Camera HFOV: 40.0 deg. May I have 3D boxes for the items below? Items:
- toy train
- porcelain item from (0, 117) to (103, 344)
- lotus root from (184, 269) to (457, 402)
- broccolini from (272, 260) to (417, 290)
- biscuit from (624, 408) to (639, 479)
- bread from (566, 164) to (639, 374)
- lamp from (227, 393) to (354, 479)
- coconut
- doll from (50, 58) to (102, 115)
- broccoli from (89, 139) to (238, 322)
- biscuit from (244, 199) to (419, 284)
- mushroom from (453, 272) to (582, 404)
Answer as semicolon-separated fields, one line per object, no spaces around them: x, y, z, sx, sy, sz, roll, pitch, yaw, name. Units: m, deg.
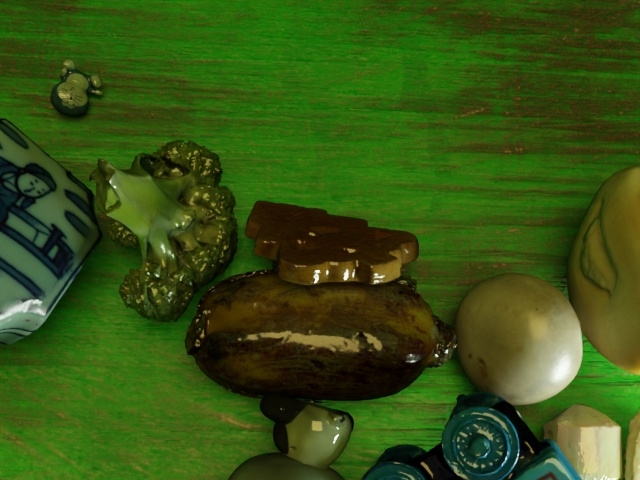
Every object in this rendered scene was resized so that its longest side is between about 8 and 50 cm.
0.206;0.376;1.220;0.300;0.188;0.265;-37;80;8;toy train
-0.474;-0.014;1.240;0.281;0.157;0.286;45;45;-18;porcelain item
0.001;0.140;1.297;0.397;0.179;0.196;5;74;-6;lotus root
0.040;0.057;1.399;0.239;0.054;0.051;14;87;2;broccolini
0.528;0.375;1.314;0.188;0.040;0.266;-23;93;-34;biscuit
0.574;0.048;1.338;0.376;0.253;0.348;-2;62;-12;bread
-0.036;0.347;1.224;0.197;0.198;0.244;16;80;0;lamp
0.393;0.306;1.317;0.116;0.116;0.122;1;72;-5;coconut
-0.403;-0.243;1.447;0.076;0.050;0.083;26;70;-16;doll
-0.251;-0.011;1.291;0.186;0.302;0.254;-1;102;32;broccoli
0.000;0.001;1.337;0.278;0.301;0.043;-9;115;-38;biscuit
0.311;0.144;1.340;0.204;0.204;0.204;1;73;-5;mushroom
